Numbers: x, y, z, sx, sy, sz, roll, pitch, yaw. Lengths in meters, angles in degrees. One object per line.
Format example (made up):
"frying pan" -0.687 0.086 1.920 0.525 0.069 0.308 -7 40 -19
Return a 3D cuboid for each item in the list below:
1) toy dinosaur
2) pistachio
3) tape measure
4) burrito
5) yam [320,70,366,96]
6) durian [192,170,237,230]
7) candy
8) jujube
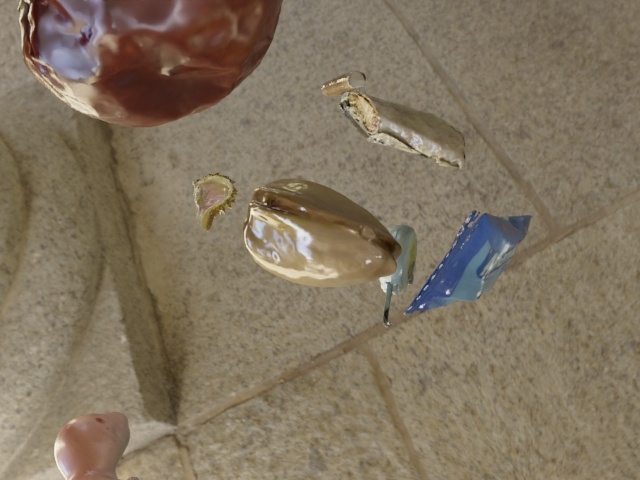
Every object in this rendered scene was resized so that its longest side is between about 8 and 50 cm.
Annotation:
"toy dinosaur" -0.198 0.241 0.514 0.177 0.194 0.152 48 126 10
"pistachio" 0.000 0.000 0.967 0.260 0.213 0.163 25 78 8
"tape measure" 0.148 0.073 1.307 0.084 0.330 0.164 2 111 20
"burrito" 0.199 -0.280 1.478 0.347 0.175 0.107 23 113 3
"yam" 0.051 -0.382 1.473 0.046 0.046 0.264 -45 17 -4
"durian" -0.307 -0.097 1.716 0.140 0.078 0.224 0 50 4
"candy" 0.243 0.033 0.930 0.077 0.331 0.187 39 111 23
"jujube" -0.135 -0.204 0.440 0.212 0.213 0.232 -25 73 7
